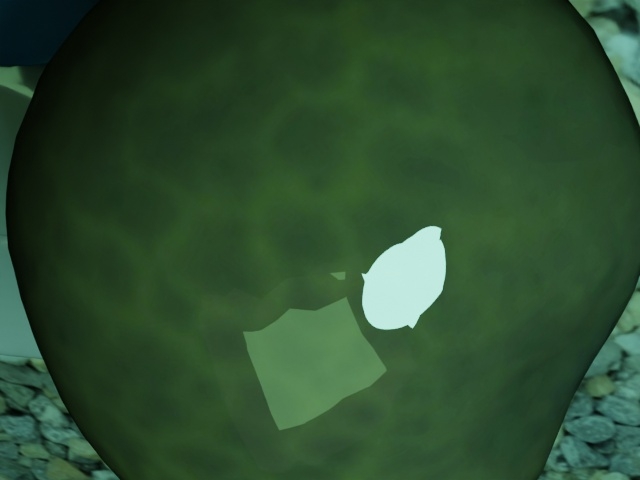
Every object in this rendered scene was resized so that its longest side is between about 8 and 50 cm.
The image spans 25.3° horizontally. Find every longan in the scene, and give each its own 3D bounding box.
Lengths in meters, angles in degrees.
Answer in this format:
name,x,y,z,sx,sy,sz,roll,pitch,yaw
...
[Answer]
name,x,y,z,sx,sy,sz,roll,pitch,yaw
longan,0.000,0.000,0.449,0.198,0.198,0.212,4,125,5

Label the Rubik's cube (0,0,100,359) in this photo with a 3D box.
name,x,y,z,sx,sy,sz,roll,pitch,yaw
Rubik's cube,-0.122,-0.167,0.684,0.346,0.344,0.347,4,143,2
